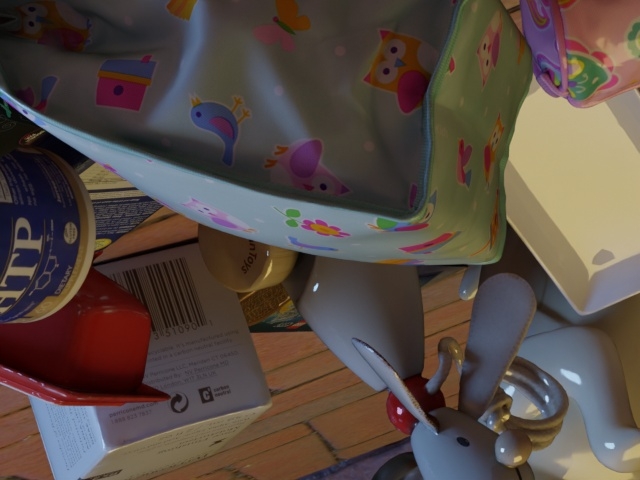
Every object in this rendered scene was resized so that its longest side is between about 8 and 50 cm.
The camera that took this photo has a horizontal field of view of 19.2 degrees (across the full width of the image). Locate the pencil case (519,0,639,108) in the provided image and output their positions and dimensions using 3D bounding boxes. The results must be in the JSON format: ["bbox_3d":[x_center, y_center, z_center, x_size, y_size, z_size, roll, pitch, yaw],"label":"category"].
[{"bbox_3d":[0.260,-0.159,1.130,0.284,0.124,0.124,-11,166,-4],"label":"pencil case"}]

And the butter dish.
[{"bbox_3d":[-0.193,0.051,1.397,0.160,0.118,0.160,18,-177,24],"label":"butter dish"}]

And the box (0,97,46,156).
[{"bbox_3d":[-0.195,-0.073,1.004,0.062,0.052,0.083,-25,167,19],"label":"box"}]

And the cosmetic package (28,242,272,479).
[{"bbox_3d":[-0.154,0.110,1.589,0.151,0.151,0.183,-14,166,-23],"label":"cosmetic package"}]

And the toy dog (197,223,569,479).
[{"bbox_3d":[0.068,0.043,1.416,0.220,0.334,0.161,-43,170,-49],"label":"toy dog"}]

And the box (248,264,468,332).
[{"bbox_3d":[0.019,0.037,1.793,0.159,0.044,0.233,-27,166,26],"label":"box"}]

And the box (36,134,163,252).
[{"bbox_3d":[-0.136,-0.045,1.242,0.136,0.036,0.225,-6,159,-47],"label":"box"}]

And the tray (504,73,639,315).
[{"bbox_3d":[0.211,-0.052,1.491,0.145,0.030,0.270,-24,131,19],"label":"tray"}]

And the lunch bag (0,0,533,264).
[{"bbox_3d":[-0.038,-0.081,0.970,0.262,0.160,0.223,11,176,17],"label":"lunch bag"}]

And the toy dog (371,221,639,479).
[{"bbox_3d":[0.208,0.146,1.725,0.395,0.408,0.284,17,164,42],"label":"toy dog"}]

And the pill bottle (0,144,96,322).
[{"bbox_3d":[-0.227,-0.006,1.097,0.112,0.112,0.187,-27,166,27],"label":"pill bottle"}]

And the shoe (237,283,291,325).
[{"bbox_3d":[0.000,0.000,1.615,0.219,0.058,0.076,-28,146,15],"label":"shoe"}]
